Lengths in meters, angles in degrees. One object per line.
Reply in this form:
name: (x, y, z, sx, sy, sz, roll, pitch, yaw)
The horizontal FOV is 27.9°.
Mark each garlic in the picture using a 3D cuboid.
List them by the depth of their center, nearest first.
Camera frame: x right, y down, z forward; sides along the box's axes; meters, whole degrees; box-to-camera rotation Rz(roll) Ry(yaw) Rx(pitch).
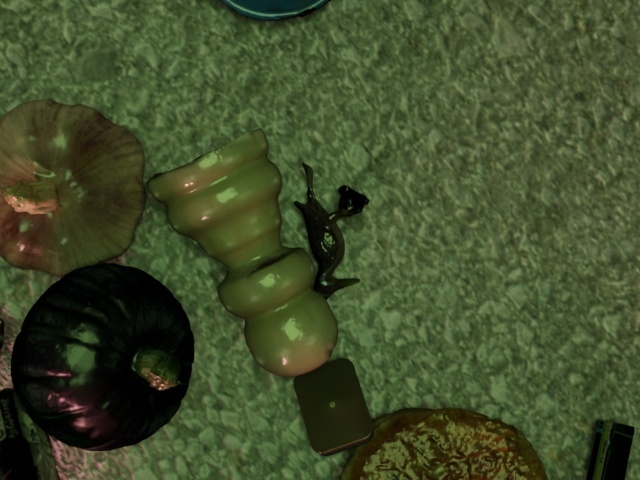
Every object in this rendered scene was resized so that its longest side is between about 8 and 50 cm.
garlic: (-0.357, -0.067, 1.682, 0.245, 0.253, 0.245, 0, 92, 1)

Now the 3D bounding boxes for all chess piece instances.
chess piece: (-0.088, 0.030, 1.745, 0.182, 0.182, 0.330, -26, 95, -6)

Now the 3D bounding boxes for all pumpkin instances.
pumpkin: (-0.257, 0.158, 1.663, 0.248, 0.248, 0.248, 0, 86, -5)

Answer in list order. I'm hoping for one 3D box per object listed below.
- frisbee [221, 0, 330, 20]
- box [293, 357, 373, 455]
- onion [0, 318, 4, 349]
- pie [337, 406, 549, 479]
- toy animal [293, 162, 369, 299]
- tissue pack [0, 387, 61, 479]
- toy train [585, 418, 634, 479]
frisbee: (-0.068, -0.428, 1.831, 0.242, 0.045, 0.242, 0, 86, -6)
box: (0.019, 0.231, 1.773, 0.091, 0.031, 0.126, -21, 59, 3)
onion: (-0.568, 0.141, 1.723, 0.250, 0.111, 0.247, 25, 108, -16)
pie: (0.177, 0.371, 1.780, 0.315, 0.092, 0.315, 0, 84, -5)
toy animal: (0.010, -0.004, 1.811, 0.105, 0.070, 0.202, 6, 92, 4)
tissue pack: (-0.487, 0.361, 1.650, 0.332, 0.123, 0.245, -32, 48, 0)
toy train: (0.396, 0.360, 1.823, 0.044, 0.042, 0.209, 15, 85, -26)
